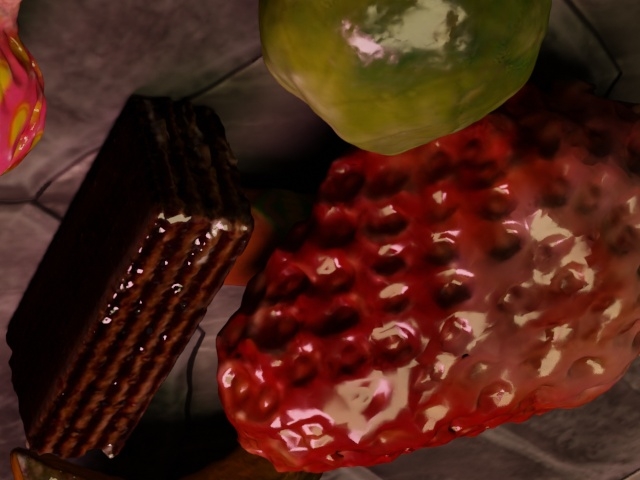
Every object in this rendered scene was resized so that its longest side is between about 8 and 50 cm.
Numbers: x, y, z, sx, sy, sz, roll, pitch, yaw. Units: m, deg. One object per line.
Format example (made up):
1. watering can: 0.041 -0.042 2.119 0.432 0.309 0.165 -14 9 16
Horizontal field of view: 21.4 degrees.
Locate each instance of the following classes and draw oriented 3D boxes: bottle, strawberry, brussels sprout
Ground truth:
1. bottle: 0.000 0.000 1.147 0.187 0.069 0.069 3 135 -30
2. strawberry: 0.097 0.044 1.097 0.336 0.149 0.265 -35 133 -16
3. brussels sprout: 0.053 -0.130 0.965 0.161 0.144 0.181 -49 160 3

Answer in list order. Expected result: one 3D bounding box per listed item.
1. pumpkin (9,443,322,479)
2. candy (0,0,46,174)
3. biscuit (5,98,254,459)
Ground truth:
1. pumpkin: -0.135 0.237 1.285 0.290 0.095 0.258 -9 139 -44
2. candy: -0.144 -0.171 0.882 0.124 0.124 0.365 21 115 -39
3. biscuit: -0.131 0.032 1.094 0.070 0.106 0.252 9 131 -30
